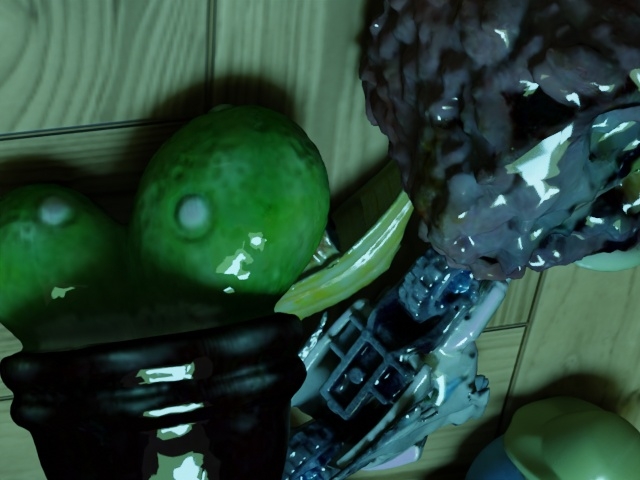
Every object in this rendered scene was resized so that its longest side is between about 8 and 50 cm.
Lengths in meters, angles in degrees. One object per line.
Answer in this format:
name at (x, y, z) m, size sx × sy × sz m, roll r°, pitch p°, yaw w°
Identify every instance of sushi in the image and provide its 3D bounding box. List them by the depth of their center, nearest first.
sushi at (0.167, -0.081, 0.875) m, size 0.270 × 0.171 × 0.236 m, roll -10°, pitch 140°, yaw -16°

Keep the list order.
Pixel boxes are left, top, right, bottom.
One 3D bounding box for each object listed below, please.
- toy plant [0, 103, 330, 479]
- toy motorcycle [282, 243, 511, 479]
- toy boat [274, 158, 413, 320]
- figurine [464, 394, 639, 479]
toy plant at (-0.092, 0.046, 0.913) m, size 0.218 × 0.235 × 0.175 m, roll -9°, pitch 180°, yaw 4°
toy motorcycle at (0.069, 0.083, 1.078) m, size 0.239 × 0.108 × 0.204 m, roll -39°, pitch 159°, yaw 27°
toy boat at (0.000, 0.000, 0.994) m, size 0.172 × 0.065 × 0.066 m, roll -33°, pitch 118°, yaw 15°
figurine at (0.169, 0.222, 1.265) m, size 0.180 × 0.154 × 0.262 m, roll -6°, pitch 157°, yaw -27°
